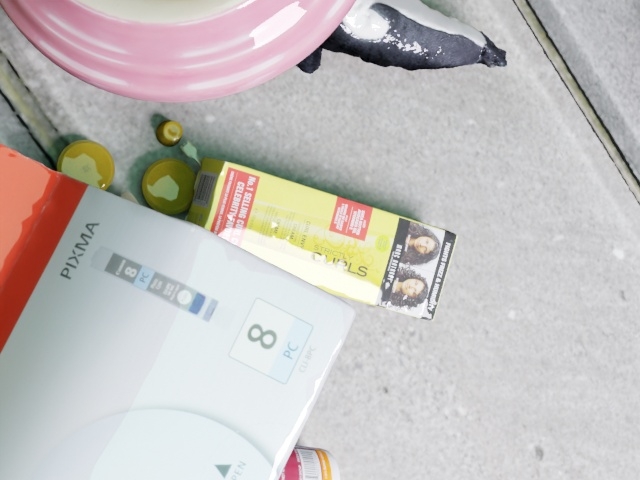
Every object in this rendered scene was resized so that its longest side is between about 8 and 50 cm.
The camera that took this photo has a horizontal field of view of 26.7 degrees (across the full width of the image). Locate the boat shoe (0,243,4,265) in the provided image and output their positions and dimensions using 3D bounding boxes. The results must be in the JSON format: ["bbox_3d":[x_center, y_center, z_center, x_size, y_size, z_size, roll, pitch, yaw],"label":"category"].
[{"bbox_3d":[-0.278,-0.046,1.073,0.056,0.049,0.152,-23,97,-19],"label":"boat shoe"}]

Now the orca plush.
[{"bbox_3d":[0.016,-0.195,1.185,0.287,0.102,0.151,15,39,-28],"label":"orca plush"}]

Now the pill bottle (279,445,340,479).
[{"bbox_3d":[-0.066,0.210,1.130,0.152,0.086,0.086,9,86,-19],"label":"pill bottle"}]

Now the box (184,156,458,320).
[{"bbox_3d":[0.000,0.000,1.158,0.232,0.058,0.087,18,88,-25],"label":"box"}]

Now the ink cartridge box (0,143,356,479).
[{"bbox_3d":[-0.208,0.104,1.009,0.385,0.091,0.308,28,81,-10],"label":"ink cartridge box"}]

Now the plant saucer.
[{"bbox_3d":[-0.116,-0.277,1.055,0.332,0.084,0.332,0,83,3],"label":"plant saucer"}]

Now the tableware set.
[{"bbox_3d":[-0.171,-0.045,1.130,0.154,0.024,0.104,-40,99,-15],"label":"tableware set"}]
